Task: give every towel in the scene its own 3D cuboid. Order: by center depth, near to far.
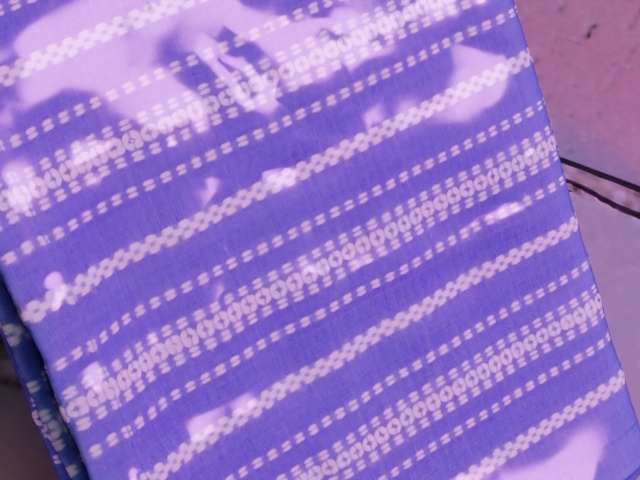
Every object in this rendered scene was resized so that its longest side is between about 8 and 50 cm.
[{"bbox_3d":[0.000,0.000,0.502,0.243,0.040,0.336,-28,109,-27],"label":"towel"}]
